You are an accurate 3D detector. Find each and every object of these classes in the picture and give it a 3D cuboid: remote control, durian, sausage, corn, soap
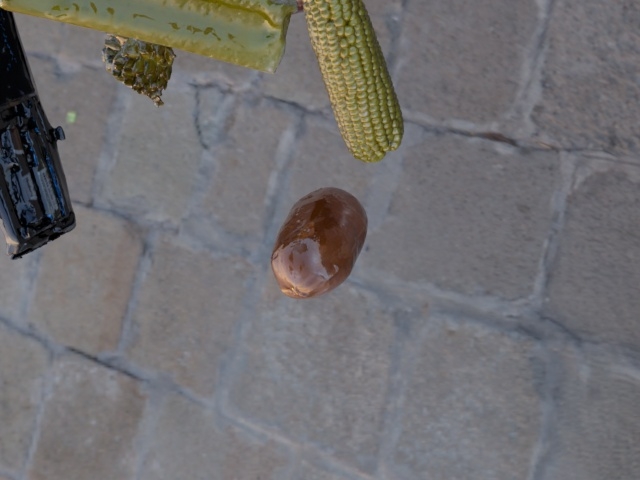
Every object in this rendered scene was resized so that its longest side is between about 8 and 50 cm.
[{"bbox_3d":[-0.376,-0.178,1.195,0.062,0.144,0.399,-3,112,30],"label":"remote control"},{"bbox_3d":[-0.254,-0.266,1.383,0.224,0.078,0.140,-136,45,-56],"label":"durian"},{"bbox_3d":[0.002,-0.001,1.576,0.133,0.258,0.133,5,115,11],"label":"sausage"},{"bbox_3d":[0.050,-0.239,1.490,0.101,0.101,0.310,8,129,39],"label":"corn"},{"bbox_3d":[-0.196,-0.284,1.162,0.199,0.314,0.091,-119,45,-56],"label":"soap"}]

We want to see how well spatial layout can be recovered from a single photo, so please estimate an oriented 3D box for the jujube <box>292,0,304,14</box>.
[{"bbox_3d":[-0.074,-0.600,1.966,0.276,0.276,0.377,-36,41,29],"label":"jujube"}]
